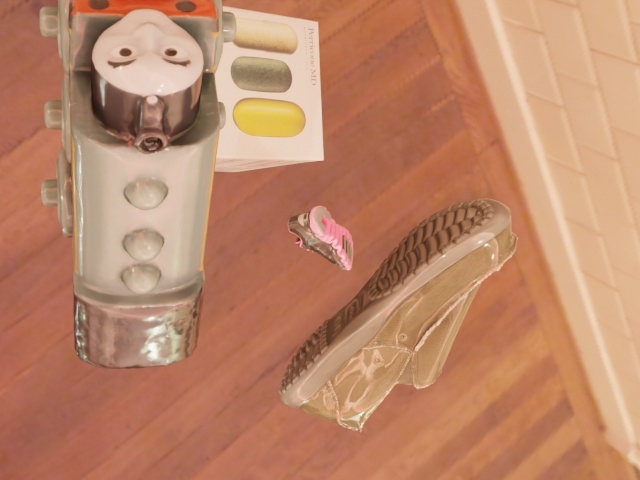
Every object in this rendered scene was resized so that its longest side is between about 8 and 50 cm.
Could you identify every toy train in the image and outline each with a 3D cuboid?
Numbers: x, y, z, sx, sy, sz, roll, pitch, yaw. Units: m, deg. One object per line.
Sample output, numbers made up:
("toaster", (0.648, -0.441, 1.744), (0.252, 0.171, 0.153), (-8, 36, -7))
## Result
("toy train", (-0.135, -0.054, 0.777), (0.142, 0.190, 0.334), (-1, 140, -15))

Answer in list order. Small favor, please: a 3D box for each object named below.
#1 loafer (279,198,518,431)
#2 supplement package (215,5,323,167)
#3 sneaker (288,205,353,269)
("loafer", (0.074, 0.066, 0.857), (0.087, 0.094, 0.251), (40, 115, -12))
("supplement package", (-0.158, -0.199, 1.410), (0.263, 0.198, 0.199), (-2, 90, -45))
("sneaker", (0.000, 0.000, 1.288), (0.119, 0.057, 0.047), (50, 36, -46))
